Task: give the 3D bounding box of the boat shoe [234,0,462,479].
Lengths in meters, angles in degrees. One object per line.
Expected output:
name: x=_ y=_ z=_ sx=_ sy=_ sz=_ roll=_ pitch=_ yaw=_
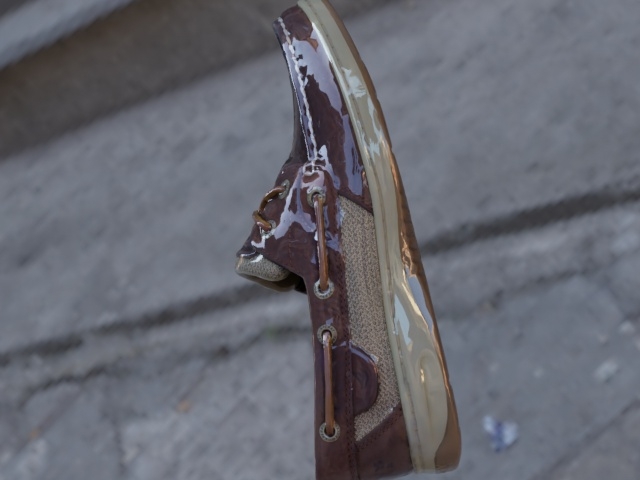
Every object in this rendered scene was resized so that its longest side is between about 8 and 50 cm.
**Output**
boat shoe: x=0.000 y=0.000 z=1.231 sx=0.123 sy=0.342 sz=0.123 roll=-14 pitch=-11 yaw=1
